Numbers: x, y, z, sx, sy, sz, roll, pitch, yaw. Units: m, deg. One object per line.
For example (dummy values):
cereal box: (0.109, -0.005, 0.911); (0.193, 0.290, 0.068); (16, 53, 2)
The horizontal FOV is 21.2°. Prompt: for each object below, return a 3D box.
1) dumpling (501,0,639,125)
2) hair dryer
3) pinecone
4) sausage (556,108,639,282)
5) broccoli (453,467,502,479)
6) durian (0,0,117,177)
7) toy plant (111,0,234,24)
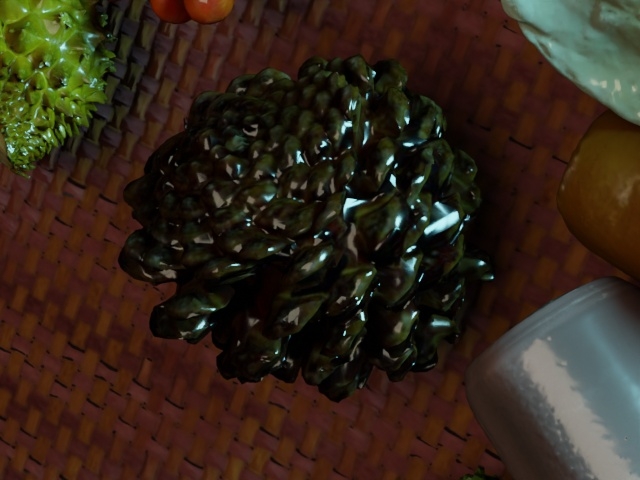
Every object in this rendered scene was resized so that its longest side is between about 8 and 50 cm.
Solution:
dumpling: (0.211, -0.145, 0.938); (0.252, 0.131, 0.179); (2, 105, -3)
hair dryer: (0.090, 0.171, 0.910); (0.210, 0.352, 0.125); (58, 149, 15)
pinecone: (0.000, 0.000, 1.031); (0.221, 0.221, 0.221); (0, 91, 30)
sausage: (0.236, 0.006, 0.957); (0.238, 0.098, 0.098); (33, 106, 27)
broccoli: (0.050, 0.236, 1.007); (0.194, 0.194, 0.219); (24, 92, 27)
durian: (-0.236, -0.153, 1.197); (0.250, 0.183, 0.138); (37, 84, 23)
toy plant: (-0.042, -0.310, 1.065); (0.400, 0.185, 0.279); (-36, 84, 42)
